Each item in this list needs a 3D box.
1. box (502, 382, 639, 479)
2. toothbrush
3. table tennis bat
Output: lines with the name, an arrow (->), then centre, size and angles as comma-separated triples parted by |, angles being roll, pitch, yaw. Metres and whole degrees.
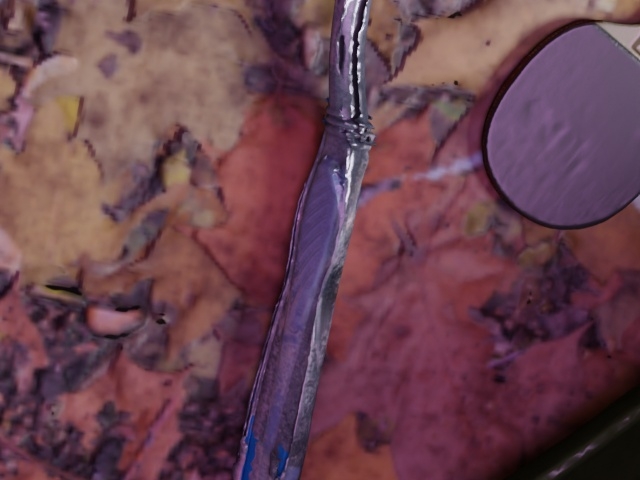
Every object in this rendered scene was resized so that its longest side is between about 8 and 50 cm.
box -> 0.245, 0.149, 0.725 | 0.328, 0.253, 0.178 | -34, 118, 3
toothbrush -> 0.000, 0.000, 0.756 | 0.042, 0.035, 0.413 | 1, 107, -42
table tennis bat -> 0.141, -0.074, 0.767 | 0.087, 0.013, 0.156 | 39, 97, -13
